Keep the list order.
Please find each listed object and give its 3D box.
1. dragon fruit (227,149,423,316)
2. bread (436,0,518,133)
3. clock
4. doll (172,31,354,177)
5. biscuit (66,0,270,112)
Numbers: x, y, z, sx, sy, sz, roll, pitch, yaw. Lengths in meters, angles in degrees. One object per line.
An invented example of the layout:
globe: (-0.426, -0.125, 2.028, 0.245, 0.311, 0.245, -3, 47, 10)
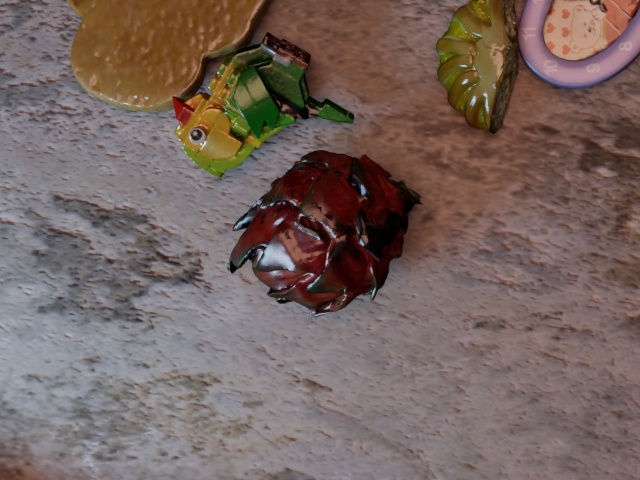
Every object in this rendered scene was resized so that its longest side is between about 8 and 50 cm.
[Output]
dragon fruit: (0.005, -0.006, 1.608, 0.182, 0.182, 0.188, 28, 109, 9)
bread: (0.174, -0.207, 1.630, 0.094, 0.083, 0.157, 21, 94, 21)
clock: (0.302, -0.266, 1.610, 0.172, 0.064, 0.198, -1, 90, 8)
doll: (-0.075, -0.148, 1.654, 0.186, 0.106, 0.134, -29, 105, 8)
biscuit: (-0.174, -0.332, 1.699, 0.269, 0.051, 0.376, 21, 92, 12)
